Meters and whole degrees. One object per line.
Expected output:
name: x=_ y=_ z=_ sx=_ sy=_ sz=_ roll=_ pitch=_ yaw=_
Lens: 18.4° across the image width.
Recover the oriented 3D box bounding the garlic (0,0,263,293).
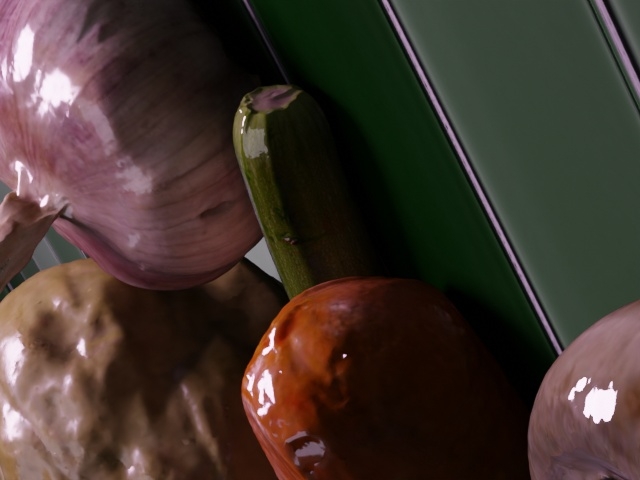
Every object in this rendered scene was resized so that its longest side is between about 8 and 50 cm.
garlic: x=-0.159 y=-0.046 z=1.295 sx=0.245 sy=0.253 sz=0.245 roll=47 pitch=171 yaw=10

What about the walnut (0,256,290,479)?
walnut: x=-0.100 y=0.136 z=1.429 sx=0.277 sy=0.282 sz=0.253 roll=46 pitch=143 yaw=29

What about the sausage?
sausage: x=0.057 y=0.138 z=1.177 sx=0.268 sy=0.141 sz=0.153 roll=60 pitch=165 yaw=-24

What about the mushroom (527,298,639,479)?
mushroom: x=0.162 y=0.126 z=0.726 sx=0.226 sy=0.178 sz=0.226 roll=42 pitch=154 yaw=26

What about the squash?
squash: x=0.000 y=0.000 z=1.230 sx=0.066 sy=0.066 sz=0.229 roll=40 pitch=157 yaw=49
